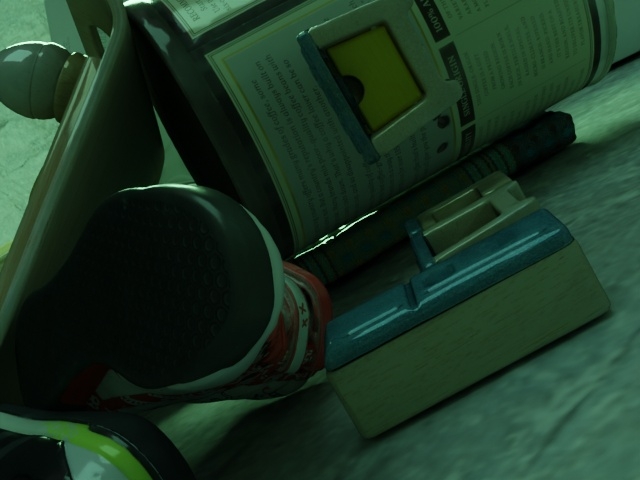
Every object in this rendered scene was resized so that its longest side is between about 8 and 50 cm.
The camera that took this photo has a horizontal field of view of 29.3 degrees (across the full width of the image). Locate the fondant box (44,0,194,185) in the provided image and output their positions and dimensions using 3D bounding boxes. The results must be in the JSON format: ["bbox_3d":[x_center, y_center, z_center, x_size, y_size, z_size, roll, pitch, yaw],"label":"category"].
[{"bbox_3d":[-0.146,-0.189,1.461,0.330,0.238,0.096,-11,2,-41],"label":"fondant box"}]

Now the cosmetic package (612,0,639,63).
[{"bbox_3d":[0.256,-0.230,1.192,0.377,0.097,0.284,-24,9,34],"label":"cosmetic package"}]

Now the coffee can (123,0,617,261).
[{"bbox_3d":[0.031,-0.131,0.838,0.275,0.202,0.201,-29,9,-10],"label":"coffee can"}]

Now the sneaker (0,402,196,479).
[{"bbox_3d":[-0.153,0.133,0.581,0.234,0.084,0.097,-20,16,50],"label":"sneaker"}]

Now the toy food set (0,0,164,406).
[{"bbox_3d":[-0.191,-0.003,0.793,0.220,0.092,0.306,94,-166,-72],"label":"toy food set"}]

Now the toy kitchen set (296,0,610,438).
[{"bbox_3d":[0.031,-0.030,0.609,0.122,0.166,0.207,-29,9,5],"label":"toy kitchen set"}]

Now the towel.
[{"bbox_3d":[0.000,0.000,0.964,0.370,0.040,0.271,-29,10,-5],"label":"towel"}]

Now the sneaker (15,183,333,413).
[{"bbox_3d":[-0.044,0.030,0.597,0.145,0.090,0.270,-5,-13,-30],"label":"sneaker"}]

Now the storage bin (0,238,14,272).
[{"bbox_3d":[-0.348,0.069,1.423,0.260,0.123,0.262,-34,10,-17],"label":"storage bin"}]
